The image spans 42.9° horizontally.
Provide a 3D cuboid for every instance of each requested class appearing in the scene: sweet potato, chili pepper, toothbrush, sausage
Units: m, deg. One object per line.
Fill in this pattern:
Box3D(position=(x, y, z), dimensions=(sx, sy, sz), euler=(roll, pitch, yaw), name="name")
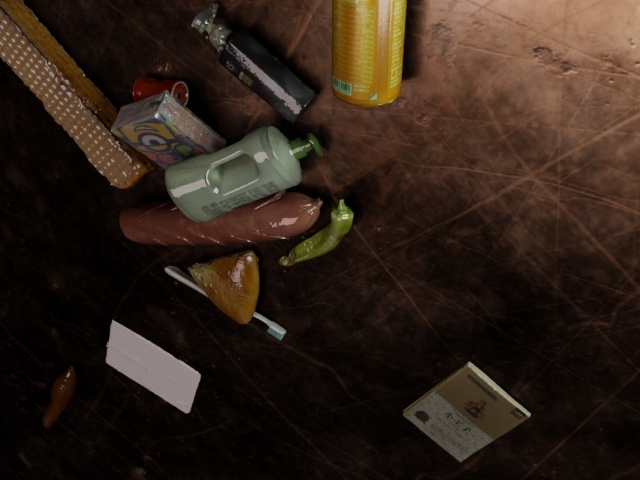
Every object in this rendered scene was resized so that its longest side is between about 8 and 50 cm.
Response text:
Box3D(position=(-0.620, 0.374, 1.948), dimensions=(0.057, 0.057, 0.264), euler=(35, 133, 4), name="sweet potato")
Box3D(position=(0.001, 0.000, 1.323), dimensions=(0.208, 0.049, 0.043), euler=(-44, 60, 45), name="chili pepper")
Box3D(position=(-0.179, 0.111, 1.522), dimensions=(0.263, 0.022, 0.026), euler=(30, 120, 9), name="toothbrush")
Box3D(position=(-0.180, -0.034, 1.377), dimensions=(0.433, 0.088, 0.087), euler=(-3, 120, 32), name="sausage")

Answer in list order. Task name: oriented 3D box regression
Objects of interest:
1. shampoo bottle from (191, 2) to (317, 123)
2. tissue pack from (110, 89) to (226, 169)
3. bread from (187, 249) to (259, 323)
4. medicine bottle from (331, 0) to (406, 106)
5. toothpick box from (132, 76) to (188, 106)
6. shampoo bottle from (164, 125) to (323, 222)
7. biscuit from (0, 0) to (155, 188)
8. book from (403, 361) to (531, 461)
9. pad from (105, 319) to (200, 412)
Box3D(position=(-0.098, -0.260, 1.186), dimensions=(0.208, 0.063, 0.057), euler=(41, 143, -4), name="shampoo bottle")
Box3D(position=(-0.239, -0.167, 1.295), dimensions=(0.109, 0.060, 0.148), euler=(-9, 148, 37), name="tissue pack")
Box3D(position=(-0.161, 0.092, 1.470), dimensions=(0.154, 0.054, 0.135), euler=(-9, 112, 37), name="bread")
Box3D(position=(0.061, -0.277, 1.051), dimensions=(0.096, 0.096, 0.191), euler=(15, 128, 21), name="medicine bottle")
Box3D(position=(-0.257, -0.237, 1.303), dimensions=(0.083, 0.047, 0.047), euler=(11, 127, 25), name="toothpick box")
Box3D(position=(-0.110, -0.110, 1.249), dimensions=(0.234, 0.087, 0.118), euler=(-20, 141, 18), name="shampoo bottle")
Box3D(position=(-0.433, -0.249, 1.389), dimensions=(0.094, 0.054, 0.378), euler=(-33, 102, 39), name="biscuit")
Box3D(position=(0.247, 0.300, 1.406), dimensions=(0.138, 0.016, 0.198), euler=(40, 133, -1), name="book")
Box3D(position=(-0.367, 0.275, 1.761), dimensions=(0.232, 0.004, 0.156), euler=(30, 132, 9), name="pad")
